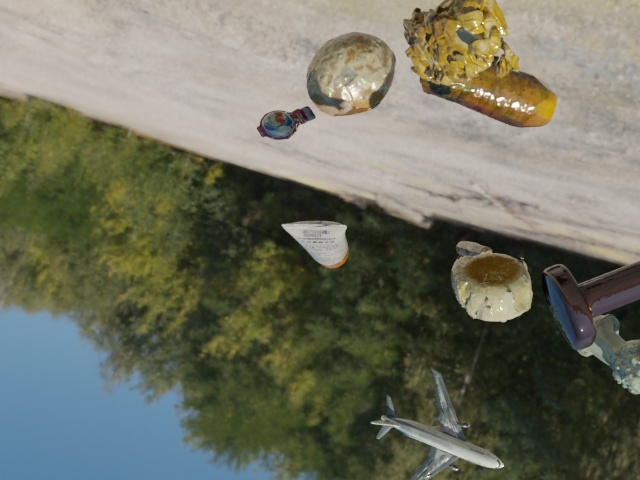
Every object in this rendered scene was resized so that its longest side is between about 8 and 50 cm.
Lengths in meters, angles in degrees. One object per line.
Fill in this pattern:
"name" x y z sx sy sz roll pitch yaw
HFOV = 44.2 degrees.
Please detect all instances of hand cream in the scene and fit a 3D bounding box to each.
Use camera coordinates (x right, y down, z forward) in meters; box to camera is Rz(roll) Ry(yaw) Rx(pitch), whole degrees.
"hand cream" 0.000 0.000 1.817 0.140 0.089 0.314 1 171 6

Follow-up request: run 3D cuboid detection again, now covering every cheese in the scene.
"cheese" -0.083 -0.285 1.903 0.095 0.145 0.038 59 163 25

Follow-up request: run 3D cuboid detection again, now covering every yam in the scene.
"yam" 0.459 0.034 2.356 0.057 0.057 0.241 17 -179 -7

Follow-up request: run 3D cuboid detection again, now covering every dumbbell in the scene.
"dumbbell" 0.460 0.069 1.196 0.225 0.124 0.140 -22 152 3

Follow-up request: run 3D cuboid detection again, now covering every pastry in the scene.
"pastry" 0.330 0.087 1.518 0.166 0.088 0.166 -4 -150 2
"pastry" 0.221 -0.311 1.257 0.154 0.102 0.250 57 171 -19

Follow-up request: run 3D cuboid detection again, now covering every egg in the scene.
"egg" 0.074 -0.389 1.848 0.233 0.195 0.195 -31 -151 -28

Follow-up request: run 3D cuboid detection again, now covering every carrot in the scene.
"carrot" 0.333 -0.313 1.611 0.302 0.114 0.114 15 -179 -12

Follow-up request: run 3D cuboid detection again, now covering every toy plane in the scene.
"toy plane" 0.197 0.333 1.321 0.226 0.226 0.058 15 -172 16

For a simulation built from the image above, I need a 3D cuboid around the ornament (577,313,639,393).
"ornament" 0.638 0.236 1.715 0.120 0.130 0.285 50 170 -34
